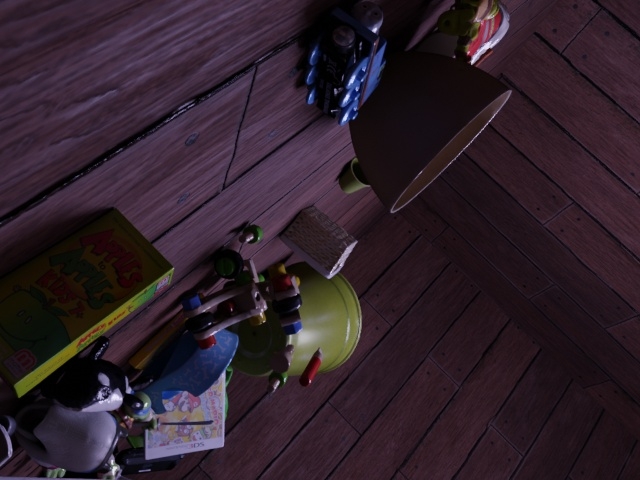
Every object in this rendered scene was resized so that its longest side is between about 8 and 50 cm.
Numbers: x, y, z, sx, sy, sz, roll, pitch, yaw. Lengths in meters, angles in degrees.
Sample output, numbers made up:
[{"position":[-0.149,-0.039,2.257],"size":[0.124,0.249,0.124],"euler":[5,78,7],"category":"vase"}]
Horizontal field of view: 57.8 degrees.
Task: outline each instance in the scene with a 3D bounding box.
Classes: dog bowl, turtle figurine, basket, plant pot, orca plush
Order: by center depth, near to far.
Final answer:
[{"position":[-0.334,0.208,0.927],"size":[0.287,0.151,0.102],"euler":[54,46,-73],"category":"orca plush"},{"position":[0.263,-0.409,0.967],"size":[0.217,0.087,0.270],"euler":[-27,146,-58],"category":"turtle figurine"},{"position":[0.157,-0.213,1.008],"size":[0.284,0.191,0.284],"euler":[-44,172,-8],"category":"plant pot"},{"position":[-0.416,0.430,1.194],"size":[0.266,0.275,0.198],"euler":[-25,-143,23],"category":"turtle figurine"},{"position":[-0.306,0.279,1.297],"size":[0.297,0.074,0.166],"euler":[-31,-155,35],"category":"dog bowl"},{"position":[0.088,-0.160,1.485],"size":[0.083,0.083,0.079],"euler":[-40,-175,-42],"category":"plant pot"},{"position":[0.000,0.000,1.488],"size":[0.103,0.167,0.113],"euler":[-53,172,19],"category":"basket"},{"position":[-0.113,0.252,1.736],"size":[0.366,0.366,0.353],"euler":[-48,161,19],"category":"plant pot"}]

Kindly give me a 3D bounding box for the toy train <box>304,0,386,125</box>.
[{"position":[0.034,-0.222,0.728],"size":[0.105,0.080,0.184],"euler":[-53,173,-13],"category":"toy train"}]

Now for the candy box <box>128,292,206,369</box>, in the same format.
[{"position":[-0.325,0.202,1.273],"size":[0.206,0.027,0.105],"euler":[-44,171,-15],"category":"candy box"}]

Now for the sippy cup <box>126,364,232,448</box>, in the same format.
[{"position":[-0.397,0.457,1.635],"size":[0.224,0.239,0.306],"euler":[81,22,-70],"category":"sippy cup"}]

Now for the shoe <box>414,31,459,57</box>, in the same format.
[{"position":[0.195,-0.331,1.135],"size":[0.178,0.063,0.081],"euler":[-41,176,10],"category":"shoe"}]

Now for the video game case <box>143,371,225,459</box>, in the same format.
[{"position":[-0.349,0.438,1.494],"size":[0.206,0.227,0.026],"euler":[-1,-173,-25],"category":"video game case"}]

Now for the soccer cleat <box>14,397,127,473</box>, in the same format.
[{"position":[-0.432,0.302,0.944],"size":[0.331,0.143,0.116],"euler":[-21,-140,49],"category":"soccer cleat"}]

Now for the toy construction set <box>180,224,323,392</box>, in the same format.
[{"position":[-0.106,0.144,1.218],"size":[0.257,0.309,0.237],"euler":[-39,-179,20],"category":"toy construction set"}]

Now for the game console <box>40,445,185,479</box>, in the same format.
[{"position":[-0.530,0.590,1.521],"size":[0.361,0.044,0.213],"euler":[12,130,-42],"category":"game console"}]

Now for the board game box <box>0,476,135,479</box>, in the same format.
[{"position":[-0.500,0.483,1.008],"size":[0.305,0.053,0.193],"euler":[21,121,-38],"category":"board game box"}]

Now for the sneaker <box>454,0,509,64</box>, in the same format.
[{"position":[0.258,-0.379,1.189],"size":[0.118,0.107,0.279],"euler":[-15,151,-40],"category":"sneaker"}]

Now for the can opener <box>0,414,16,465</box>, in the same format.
[{"position":[-0.507,0.334,0.725],"size":[0.283,0.076,0.095],"euler":[-43,172,-14],"category":"can opener"}]

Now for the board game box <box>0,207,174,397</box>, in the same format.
[{"position":[-0.245,0.055,0.570],"size":[0.181,0.092,0.043],"euler":[-41,171,-35],"category":"board game box"}]
